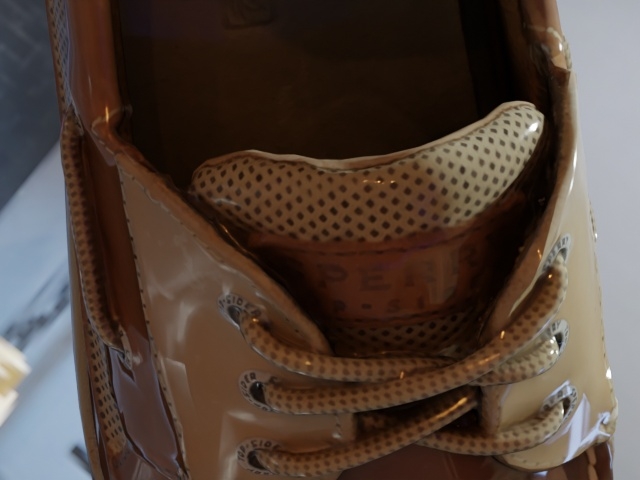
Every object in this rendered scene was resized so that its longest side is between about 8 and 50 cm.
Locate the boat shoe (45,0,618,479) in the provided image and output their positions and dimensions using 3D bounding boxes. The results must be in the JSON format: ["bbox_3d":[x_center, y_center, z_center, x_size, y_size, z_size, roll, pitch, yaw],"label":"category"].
[{"bbox_3d":[0.000,0.000,0.369,0.116,0.123,0.324,-136,-150,-78],"label":"boat shoe"}]
